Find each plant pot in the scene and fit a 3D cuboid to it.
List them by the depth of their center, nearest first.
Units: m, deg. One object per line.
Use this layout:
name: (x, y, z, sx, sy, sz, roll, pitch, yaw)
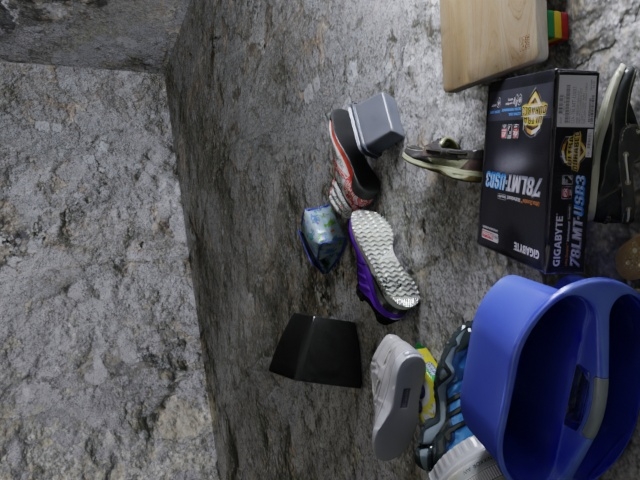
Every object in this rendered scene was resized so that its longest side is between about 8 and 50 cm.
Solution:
plant pot: (-0.005, 0.279, 1.894, 0.187, 0.188, 0.166, -5, 75, 65)

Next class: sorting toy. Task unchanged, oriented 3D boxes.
sorting toy: (0.317, -0.407, 1.270, 0.255, 0.090, 0.256, 176, 92, -65)

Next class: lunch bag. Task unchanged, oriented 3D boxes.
lunch bag: (0.000, 0.000, 1.963, 0.151, 0.096, 0.128, 99, 154, -54)

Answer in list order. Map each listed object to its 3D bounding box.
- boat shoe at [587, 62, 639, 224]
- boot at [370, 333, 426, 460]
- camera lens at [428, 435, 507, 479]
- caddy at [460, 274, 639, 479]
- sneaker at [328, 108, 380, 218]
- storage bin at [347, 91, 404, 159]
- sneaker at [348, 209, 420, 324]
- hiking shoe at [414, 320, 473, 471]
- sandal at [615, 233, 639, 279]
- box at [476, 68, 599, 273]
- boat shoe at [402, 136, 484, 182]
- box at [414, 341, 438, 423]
boat shoe: (0.438, -0.138, 1.069, 0.084, 0.079, 0.232, -20, -63, -74)
boot: (0.152, 0.334, 1.578, 0.123, 0.095, 0.258, -137, 59, -64)
camera lens: (0.318, 0.464, 1.159, 0.274, 0.220, 0.219, -116, 35, -45)
caddy: (0.351, 0.205, 1.065, 0.179, 0.242, 0.341, -138, 50, -65)
sneaker: (0.056, -0.187, 1.828, 0.145, 0.090, 0.270, -53, 48, 49)
storage bin: (0.136, -0.266, 1.672, 0.091, 0.098, 0.135, -25, 65, 33)
sneaker: (0.118, 0.068, 1.697, 0.146, 0.102, 0.293, 117, 142, -46)
hiking shoe: (0.282, 0.307, 1.398, 0.132, 0.113, 0.303, 15, 94, 24)
sandal: (0.469, -0.015, 0.985, 0.240, 0.079, 0.088, 123, 138, -50)
box: (0.337, -0.114, 1.173, 0.295, 0.074, 0.293, -125, 38, -79)
boat shoe: (0.249, -0.169, 1.449, 0.224, 0.080, 0.073, 30, 113, 55)
box: (0.225, 0.311, 1.558, 0.179, 0.043, 0.105, -120, 38, -48)
